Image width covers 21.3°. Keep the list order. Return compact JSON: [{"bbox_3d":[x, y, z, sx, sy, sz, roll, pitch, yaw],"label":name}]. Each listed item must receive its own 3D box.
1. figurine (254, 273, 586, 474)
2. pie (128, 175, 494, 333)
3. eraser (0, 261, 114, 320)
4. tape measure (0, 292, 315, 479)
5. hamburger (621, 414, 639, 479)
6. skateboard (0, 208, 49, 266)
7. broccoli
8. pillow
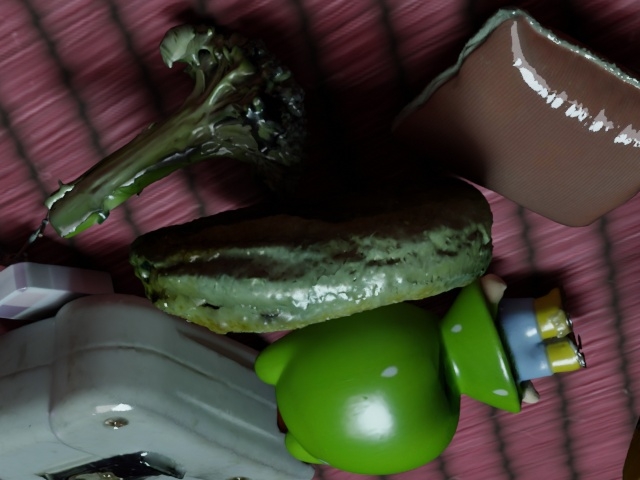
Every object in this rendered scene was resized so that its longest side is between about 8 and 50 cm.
[{"bbox_3d":[0.083,0.104,1.408,0.263,0.143,0.162,-15,122,9],"label":"figurine"},{"bbox_3d":[0.000,0.000,1.229,0.277,0.277,0.078,-4,102,13],"label":"pie"},{"bbox_3d":[-0.228,0.044,1.425,0.065,0.026,0.105,-27,157,38],"label":"eraser"},{"bbox_3d":[-0.162,0.155,1.479,0.265,0.130,0.258,-21,148,32],"label":"tape measure"},{"bbox_3d":[0.345,0.113,1.254,0.176,0.300,0.300,23,141,5],"label":"hamburger"},{"bbox_3d":[-0.255,-0.006,1.400,0.064,0.032,0.083,34,138,-16],"label":"skateboard"},{"bbox_3d":[-0.103,-0.065,1.211,0.204,0.118,0.122,-26,141,6],"label":"broccoli"},{"bbox_3d":[0.160,-0.086,1.200,0.179,0.075,0.171,25,144,-17],"label":"pillow"}]
